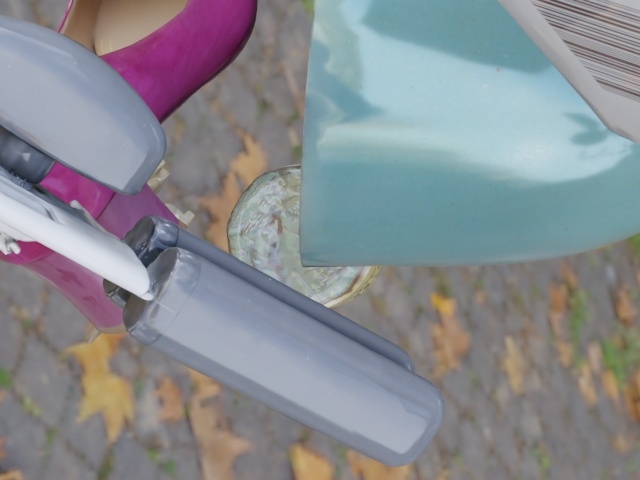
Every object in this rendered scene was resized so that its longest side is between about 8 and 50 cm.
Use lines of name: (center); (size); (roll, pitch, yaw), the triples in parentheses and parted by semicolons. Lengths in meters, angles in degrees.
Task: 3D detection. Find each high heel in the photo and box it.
high heel: (-0.135, -0.139, 1.065); (0.181, 0.127, 0.377); (50, 30, -41)

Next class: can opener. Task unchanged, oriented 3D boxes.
can opener: (-0.053, 0.010, 0.768); (0.280, 0.093, 0.074); (35, 9, -29)

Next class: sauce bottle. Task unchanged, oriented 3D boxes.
sauce bottle: (0.000, 0.000, 1.430); (0.344, 0.111, 0.111); (1, 73, -84)

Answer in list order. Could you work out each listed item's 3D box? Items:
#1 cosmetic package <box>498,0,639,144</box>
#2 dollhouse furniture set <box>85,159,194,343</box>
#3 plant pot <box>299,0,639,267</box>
cosmetic package: (0.239, -0.256, 0.680); (0.230, 0.161, 0.453); (36, 81, -52)
dollhouse furniture set: (-0.218, -0.019, 1.727); (0.151, 0.123, 0.144); (40, 44, 4)
plant pot: (0.118, -0.117, 1.122); (0.293, 0.235, 0.293); (5, 90, -88)
